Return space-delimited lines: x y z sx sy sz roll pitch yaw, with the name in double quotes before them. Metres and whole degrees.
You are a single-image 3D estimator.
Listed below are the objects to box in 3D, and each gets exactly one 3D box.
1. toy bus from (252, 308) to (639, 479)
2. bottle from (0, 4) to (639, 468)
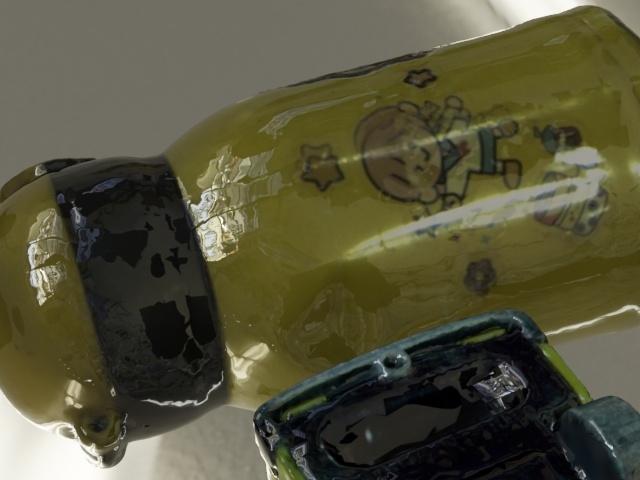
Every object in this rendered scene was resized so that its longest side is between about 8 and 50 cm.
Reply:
"toy bus" 0.082 0.160 0.552 0.262 0.128 0.150 -126 23 -44
"bottle" 0.000 0.000 0.806 0.171 0.351 0.171 166 90 -79
